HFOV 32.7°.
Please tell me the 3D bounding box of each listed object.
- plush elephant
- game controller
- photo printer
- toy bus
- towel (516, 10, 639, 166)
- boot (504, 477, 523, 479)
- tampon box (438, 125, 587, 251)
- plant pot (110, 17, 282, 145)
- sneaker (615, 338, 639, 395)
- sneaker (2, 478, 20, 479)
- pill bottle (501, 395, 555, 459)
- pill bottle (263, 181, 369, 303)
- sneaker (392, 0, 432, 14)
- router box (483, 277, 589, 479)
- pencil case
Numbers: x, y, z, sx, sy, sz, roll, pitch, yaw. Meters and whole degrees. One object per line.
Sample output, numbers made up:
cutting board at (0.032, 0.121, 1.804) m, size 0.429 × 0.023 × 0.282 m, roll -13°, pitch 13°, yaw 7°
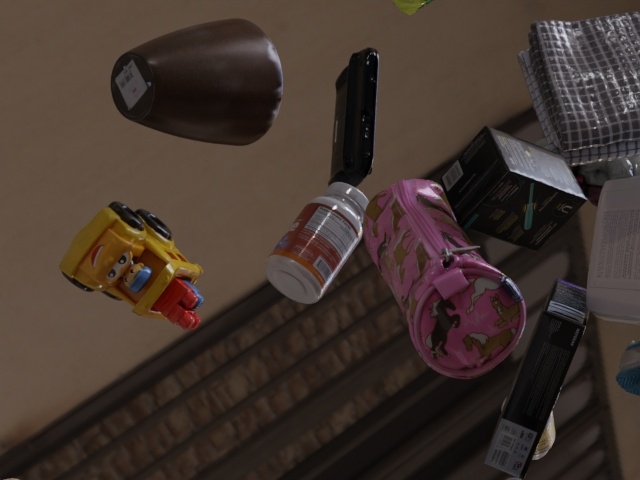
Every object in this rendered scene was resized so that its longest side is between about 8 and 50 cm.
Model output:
plush elephant at (0.540, -0.130, 2.269) m, size 0.272 × 0.255 × 0.330 m, roll 39°, pitch 42°, yaw -75°
game controller at (0.071, -0.252, 2.315) m, size 0.166 × 0.067 × 0.319 m, roll 126°, pitch -28°, yaw -61°
photo printer at (0.555, 0.014, 1.760) m, size 0.307 × 0.107 × 0.256 m, roll 175°, pitch -76°, yaw -75°
toy bus at (-0.283, 0.060, 1.759) m, size 0.211 × 0.149 × 0.220 m, roll 41°, pitch 5°, yaw 17°
towel at (0.503, -0.283, 1.952) m, size 0.121 × 0.235 × 0.284 m, roll 81°, pitch -2°, yaw -62°
boot at (0.258, 0.488, 1.710) m, size 0.095 × 0.258 × 0.123 m, roll 22°, pitch -12°, yaw 26°
tampon box at (0.280, -0.074, 1.593) m, size 0.120 × 0.161 × 0.101 m, roll -50°, pitch -141°, yaw 32°
plant pot at (-0.218, -0.253, 1.767) m, size 0.215 × 0.230 × 0.215 m, roll 9°, pitch -77°, yaw 40°
sneaker at (0.591, 0.179, 1.775) m, size 0.228 × 0.092 × 0.087 m, roll -20°, pitch -60°, yaw 38°
sneaker at (-0.489, 0.436, 1.538) m, size 0.083 × 0.215 × 0.084 m, roll 37°, pitch -12°, yaw 36°
pill bottle at (0.435, 0.389, 2.269) m, size 0.103 × 0.103 × 0.184 m, roll 45°, pitch -12°, yaw 34°
pill bottle at (0.000, 0.000, 1.978) m, size 0.121 × 0.216 × 0.121 m, roll 26°, pitch -30°, yaw 16°
sneaker at (0.223, -0.569, 2.118) m, size 0.123 × 0.296 × 0.109 m, roll -6°, pitch -29°, yaw 40°
router box at (0.400, 0.245, 1.986) m, size 0.081 × 0.309 × 0.243 m, roll 21°, pitch 18°, yaw 11°
pencil case at (0.162, 0.039, 1.541) m, size 0.160 × 0.167 × 0.386 m, roll 23°, pitch 16°, yaw -16°
